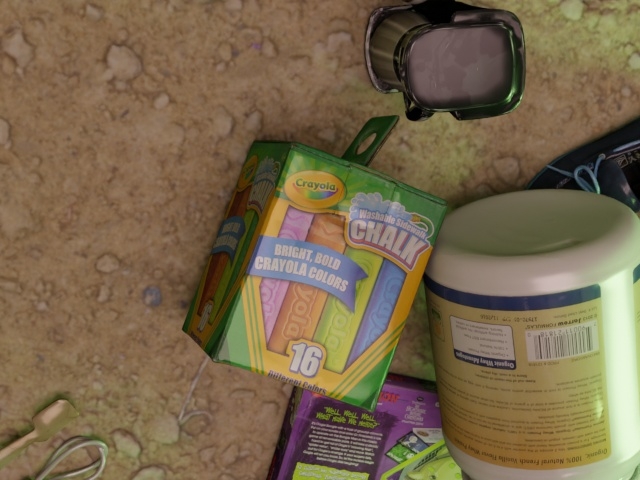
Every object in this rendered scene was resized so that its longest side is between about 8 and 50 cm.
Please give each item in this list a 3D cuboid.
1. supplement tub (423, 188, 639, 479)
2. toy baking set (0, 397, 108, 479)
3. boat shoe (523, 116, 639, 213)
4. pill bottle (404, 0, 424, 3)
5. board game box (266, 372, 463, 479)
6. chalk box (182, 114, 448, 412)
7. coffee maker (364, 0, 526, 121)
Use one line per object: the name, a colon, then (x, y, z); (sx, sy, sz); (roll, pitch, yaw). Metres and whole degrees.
supplement tub: (0.233, 0.126, 1.164); (0.228, 0.228, 0.316); (-12, 111, -9)
toy baking set: (-0.332, 0.300, 1.244); (0.197, 0.030, 0.256); (-8, 108, -13)
boat shoe: (0.326, -0.072, 1.242); (0.258, 0.089, 0.109); (-40, 110, 1)
pill bottle: (0.031, -0.327, 1.089); (0.215, 0.117, 0.117); (22, 100, -17)
board game box: (0.117, 0.270, 1.321); (0.347, 0.056, 0.208); (13, 107, -16)
chalk box: (0.000, 0.000, 1.134); (0.179, 0.180, 0.289); (20, 88, -17)
coffee maker: (0.143, -0.196, 1.119); (0.171, 0.178, 0.120); (-29, 111, -2)
